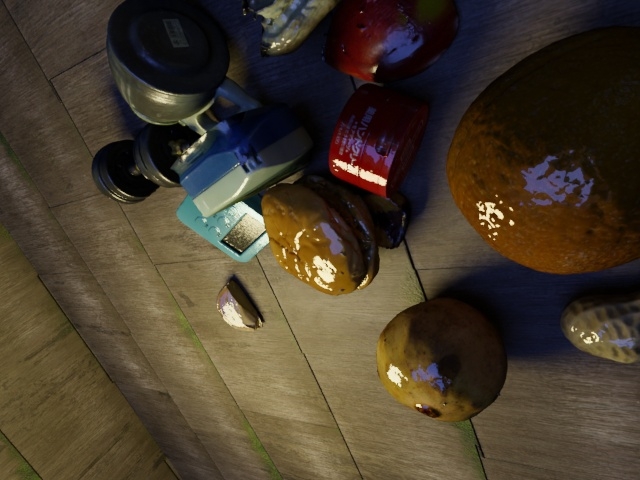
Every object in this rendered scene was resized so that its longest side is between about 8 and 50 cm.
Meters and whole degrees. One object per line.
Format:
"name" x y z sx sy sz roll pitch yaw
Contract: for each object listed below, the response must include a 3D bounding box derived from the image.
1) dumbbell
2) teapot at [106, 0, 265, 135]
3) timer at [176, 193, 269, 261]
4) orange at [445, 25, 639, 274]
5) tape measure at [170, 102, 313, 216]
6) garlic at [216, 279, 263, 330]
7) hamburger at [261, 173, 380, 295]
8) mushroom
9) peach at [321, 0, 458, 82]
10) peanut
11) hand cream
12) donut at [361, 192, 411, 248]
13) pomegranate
"dumbbell" -0.463 -0.208 1.193 0.389 0.185 0.185 -9 115 38
"teapot" -0.308 -0.368 1.002 0.239 0.322 0.239 -33 58 59
"timer" -0.252 -0.058 1.226 0.250 0.091 0.232 45 133 -6
"orange" 0.365 -0.123 0.617 0.357 0.322 0.322 -35 99 16
"tape measure" -0.149 -0.176 0.956 0.259 0.262 0.138 -19 101 47
"garlic" -0.278 0.226 1.444 0.101 0.087 0.195 -24 103 28
"hamburger" 0.000 0.000 1.014 0.319 0.158 0.318 38 147 30
"mushroom" -0.037 -0.457 0.750 0.164 0.189 0.266 1 109 9
"peach" 0.100 -0.370 0.792 0.279 0.068 0.189 -10 112 38
"peanut" 0.586 0.144 0.780 0.298 0.136 0.120 -20 141 39
"hand cream" 0.110 -0.186 0.828 0.125 0.193 0.193 24 131 18
"donut" 0.142 -0.050 0.989 0.141 0.059 0.140 18 130 23
"pomegranate" 0.265 0.264 0.993 0.281 0.281 0.281 17 128 23
